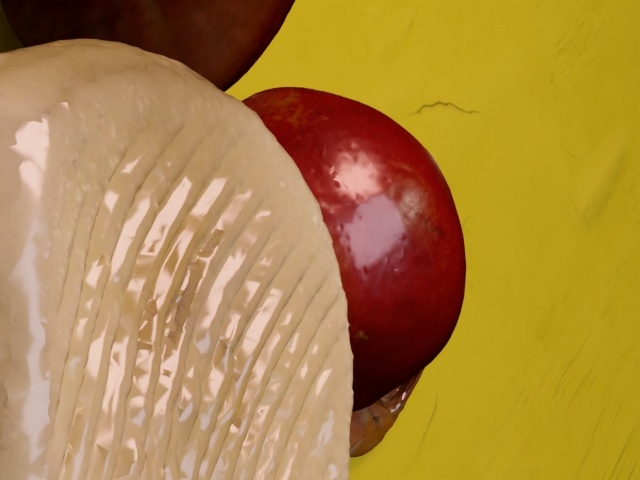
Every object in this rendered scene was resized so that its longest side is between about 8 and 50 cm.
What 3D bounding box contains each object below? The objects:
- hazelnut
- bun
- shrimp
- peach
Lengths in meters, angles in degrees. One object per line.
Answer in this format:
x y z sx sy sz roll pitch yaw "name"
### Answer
-0.106 -0.190 0.820 0.229 0.229 0.230 15 72 -54 "hazelnut"
-0.143 0.077 0.701 0.352 0.227 0.349 55 43 -38 "bun"
0.055 0.084 1.140 0.249 0.068 0.150 -50 136 -41 "shrimp"
0.000 0.000 0.945 0.243 0.199 0.243 -13 90 -87 "peach"
